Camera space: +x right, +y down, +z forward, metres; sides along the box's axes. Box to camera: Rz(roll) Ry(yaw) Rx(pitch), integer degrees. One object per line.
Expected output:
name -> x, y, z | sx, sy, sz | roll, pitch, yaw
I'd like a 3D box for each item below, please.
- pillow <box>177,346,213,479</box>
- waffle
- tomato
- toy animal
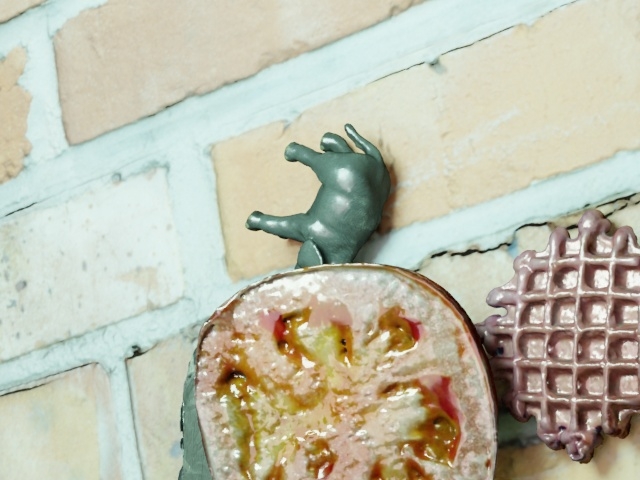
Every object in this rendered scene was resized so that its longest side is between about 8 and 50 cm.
pillow -> -0.101, 0.264, 1.877 | 0.161, 0.092, 0.335 | 0, 83, 42
waffle -> 0.266, 0.091, 1.681 | 0.234, 0.055, 0.221 | -46, 61, 18
tomato -> 0.040, 0.180, 1.751 | 0.338, 0.144, 0.338 | 0, 91, 14
toy animal -> -0.008, -0.001, 1.864 | 0.137, 0.082, 0.269 | 23, 94, 35
